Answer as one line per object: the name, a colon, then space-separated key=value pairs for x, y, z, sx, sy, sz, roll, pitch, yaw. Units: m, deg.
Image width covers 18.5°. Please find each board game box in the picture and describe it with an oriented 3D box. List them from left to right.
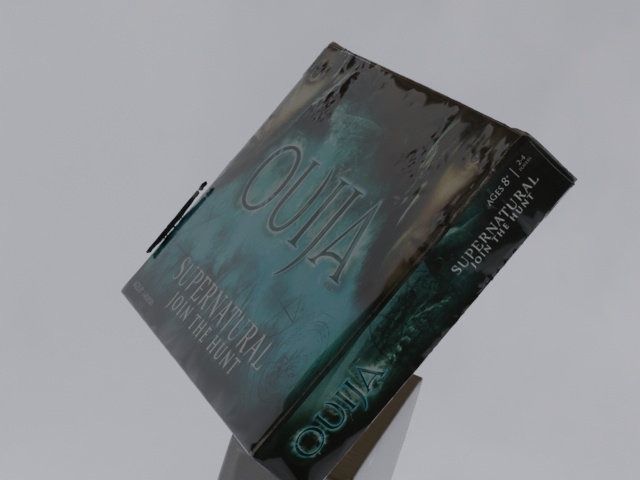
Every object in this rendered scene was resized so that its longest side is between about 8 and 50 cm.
board game box: x=0.000 y=0.000 z=0.658 sx=0.026 sy=0.126 sz=0.186 roll=41 pitch=179 yaw=-23

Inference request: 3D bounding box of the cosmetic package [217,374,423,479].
cosmetic package: x=-0.006 y=0.177 z=1.512 sx=0.107 sy=0.127 sz=0.238 roll=21 pitch=-159 yaw=13
